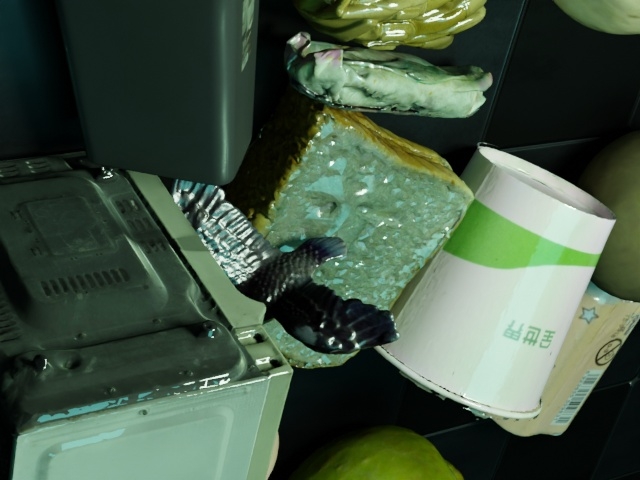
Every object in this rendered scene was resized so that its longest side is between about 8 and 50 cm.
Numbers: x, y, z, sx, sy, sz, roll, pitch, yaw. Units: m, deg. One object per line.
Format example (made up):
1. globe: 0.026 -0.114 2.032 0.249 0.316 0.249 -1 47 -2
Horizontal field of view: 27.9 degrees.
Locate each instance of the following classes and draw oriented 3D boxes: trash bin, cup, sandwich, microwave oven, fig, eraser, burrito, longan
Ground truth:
1. trash bin: -0.142 -0.170 1.159 0.165 0.115 0.225 10 134 8
2. cup: 0.214 0.045 1.569 0.253 0.253 0.274 11 112 -42
3. sandwich: 0.000 0.000 1.447 0.271 0.099 0.301 24 109 -34
4. microwave oven: -0.225 0.089 1.177 0.286 0.355 0.218 -8 131 -30
5. fig: 0.046 0.394 1.730 0.326 0.258 0.258 -22 137 1
6. eraser: 0.372 0.152 1.885 0.171 0.087 0.290 4 123 -42
7. burrito: 0.082 -0.168 1.365 0.309 0.096 0.066 1 114 -48
8. longan: 0.428 -0.023 1.677 0.248 0.248 0.248 -20 135 -22

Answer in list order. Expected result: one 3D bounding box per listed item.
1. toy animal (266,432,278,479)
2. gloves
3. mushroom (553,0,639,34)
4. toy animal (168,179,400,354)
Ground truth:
1. toy animal: -0.203 0.235 1.449 0.269 0.237 0.326 -44 137 20
2. gloves: 0.029 -0.263 1.223 0.331 0.154 0.141 38 83 -42
3. mushroom: 0.327 -0.374 1.216 0.353 0.325 0.353 -18 140 -16
4. toy animal: -0.048 0.067 1.315 0.197 0.272 0.160 -58 159 13
